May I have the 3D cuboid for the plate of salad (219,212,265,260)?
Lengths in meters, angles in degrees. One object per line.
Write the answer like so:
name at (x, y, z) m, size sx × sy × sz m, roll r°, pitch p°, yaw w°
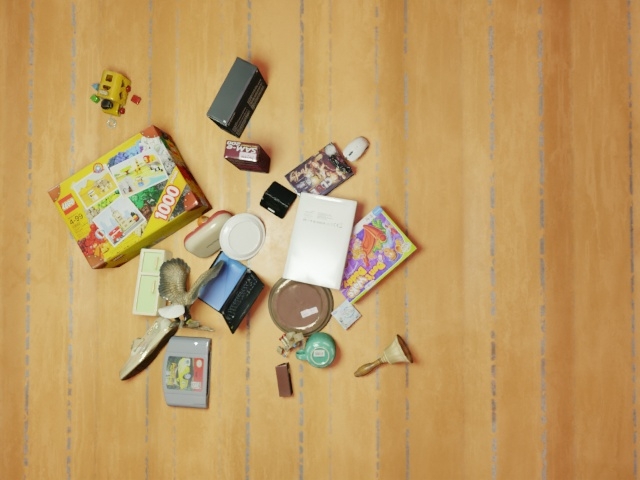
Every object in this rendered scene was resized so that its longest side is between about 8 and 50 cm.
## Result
plate of salad at (-0.322, -0.016, 1.709) m, size 0.199 × 0.048 × 0.200 m, roll -10°, pitch 109°, yaw -32°

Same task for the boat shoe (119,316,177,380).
boat shoe at (-0.736, 0.448, 1.737) m, size 0.098 × 0.109 × 0.302 m, roll 39°, pitch 85°, yaw 13°

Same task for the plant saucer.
plant saucer at (-0.084, 0.267, 1.728) m, size 0.277 × 0.041 × 0.278 m, roll 0°, pitch 89°, yaw 3°

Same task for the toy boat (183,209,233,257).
toy boat at (-0.465, -0.046, 1.725) m, size 0.231 × 0.151 × 0.151 m, roll -36°, pitch 58°, yaw 2°

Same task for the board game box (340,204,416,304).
board game box at (0.181, 0.058, 1.694) m, size 0.347 × 0.078 × 0.233 m, roll -41°, pitch 87°, yaw 2°

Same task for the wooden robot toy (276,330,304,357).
wooden robot toy at (-0.114, 0.413, 1.711) m, size 0.076 × 0.079 × 0.173 m, roll 56°, pitch 131°, yaw 20°

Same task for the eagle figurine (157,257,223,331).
eagle figurine at (-0.530, 0.203, 1.661) m, size 0.226 × 0.225 × 0.298 m, roll 15°, pitch 75°, yaw -35°

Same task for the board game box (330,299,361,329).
board game box at (0.105, 0.305, 1.715) m, size 0.090 × 0.020 × 0.090 m, roll -40°, pitch 89°, yaw -9°

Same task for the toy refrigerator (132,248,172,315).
toy refrigerator at (-0.698, 0.174, 1.724) m, size 0.102 × 0.094 × 0.270 m, roll 4°, pitch 80°, yaw 4°

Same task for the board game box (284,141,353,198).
board game box at (-0.005, -0.271, 1.730) m, size 0.243 × 0.042 × 0.165 m, roll -36°, pitch 87°, yaw 2°

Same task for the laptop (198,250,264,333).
laptop at (-0.381, 0.205, 1.699) m, size 0.136 × 0.264 × 0.234 m, roll 32°, pitch 92°, yaw -33°

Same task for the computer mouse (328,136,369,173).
computer mouse at (0.129, -0.363, 1.695) m, size 0.106 × 0.042 × 0.193 m, roll 42°, pitch 73°, yaw 0°

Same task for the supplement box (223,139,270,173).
supplement box at (-0.285, -0.328, 1.651) m, size 0.130 × 0.239 × 0.073 m, roll 8°, pitch 89°, yaw 4°

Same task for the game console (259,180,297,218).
game console at (-0.179, -0.171, 1.756) m, size 0.122 × 0.071 × 0.107 m, roll 32°, pitch 121°, yaw 4°

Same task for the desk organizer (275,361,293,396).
desk organizer at (-0.151, 0.577, 1.723) m, size 0.050 × 0.047 × 0.130 m, roll -8°, pitch 88°, yaw 6°

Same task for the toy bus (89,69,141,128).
toy bus at (-0.893, -0.617, 1.765) m, size 0.191 × 0.104 × 0.202 m, roll -31°, pitch 87°, yaw 3°

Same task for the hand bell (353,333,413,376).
hand bell at (0.240, 0.492, 1.686) m, size 0.242 × 0.126 × 0.126 m, roll -32°, pitch 87°, yaw 16°

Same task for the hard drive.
hard drive at (0.000, 0.000, 1.652) m, size 0.233 × 0.047 × 0.353 m, roll 11°, pitch 83°, yaw 11°

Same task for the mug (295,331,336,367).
mug at (-0.010, 0.458, 1.681) m, size 0.129 × 0.097 × 0.158 m, roll 43°, pitch 95°, yaw -5°

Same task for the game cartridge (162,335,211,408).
game cartridge at (-0.564, 0.554, 1.749) m, size 0.196 × 0.060 × 0.294 m, roll 2°, pitch 89°, yaw 8°

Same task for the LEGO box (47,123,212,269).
LEGO box at (-0.766, -0.168, 1.704) m, size 0.500 × 0.193 × 0.372 m, roll -32°, pitch 87°, yaw 3°

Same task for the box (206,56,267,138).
box at (-0.335, -0.573, 1.688) m, size 0.103 × 0.184 × 0.261 m, roll 29°, pitch 90°, yaw 3°
